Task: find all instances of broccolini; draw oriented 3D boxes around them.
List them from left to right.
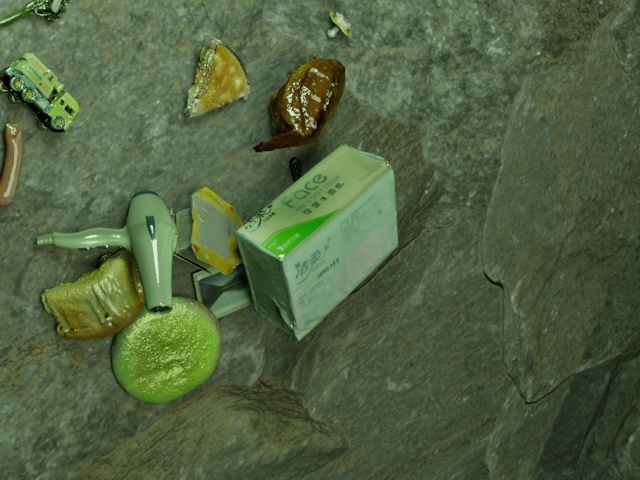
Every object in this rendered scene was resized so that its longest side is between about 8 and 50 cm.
[{"bbox_3d":[-0.625,-0.445,1.665,0.254,0.071,0.057,-32,164,-16],"label":"broccolini"}]

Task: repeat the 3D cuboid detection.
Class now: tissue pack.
[{"bbox_3d":[0.000,0.000,2.107,0.405,0.205,0.331,-40,142,-26],"label":"tissue pack"}]

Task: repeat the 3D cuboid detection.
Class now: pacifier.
[{"bbox_3d":[0.042,-0.546,2.107,0.064,0.068,0.083,-38,113,22],"label":"pacifier"}]

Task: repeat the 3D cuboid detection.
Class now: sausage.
[{"bbox_3d":[-0.653,-0.158,1.733,0.047,0.040,0.176,7,102,-31],"label":"sausage"}]

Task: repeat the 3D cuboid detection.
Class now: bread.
[{"bbox_3d":[-0.492,0.137,1.899,0.252,0.133,0.174,-30,120,-24],"label":"bread"},{"bbox_3d":[-0.380,0.275,2.081,0.302,0.045,0.301,-12,113,-29],"label":"bread"}]

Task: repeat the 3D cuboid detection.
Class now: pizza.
[{"bbox_3d":[-0.257,-0.363,1.944,0.195,0.052,0.185,-51,135,-16],"label":"pizza"}]

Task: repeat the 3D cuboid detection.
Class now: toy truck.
[{"bbox_3d":[-0.579,-0.309,1.714,0.169,0.077,0.100,47,63,-34],"label":"toy truck"}]

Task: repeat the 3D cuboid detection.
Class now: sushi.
[{"bbox_3d":[-0.040,-0.335,2.060,0.167,0.179,0.296,22,76,-16],"label":"sushi"}]

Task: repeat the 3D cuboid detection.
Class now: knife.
[{"bbox_3d":[-0.057,-0.164,2.186,0.031,0.018,0.121,-29,123,-23],"label":"knife"}]

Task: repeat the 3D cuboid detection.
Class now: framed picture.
[{"bbox_3d":[-0.235,0.119,2.158,0.203,0.015,0.150,-21,117,-29],"label":"framed picture"}]

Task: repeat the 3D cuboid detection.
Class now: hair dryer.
[{"bbox_3d":[-0.435,0.051,1.833,0.298,0.295,0.119,-25,156,-23],"label":"hair dryer"}]

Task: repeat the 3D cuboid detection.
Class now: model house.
[{"bbox_3d":[-0.298,-0.002,2.019,0.219,0.136,0.207,34,45,-53],"label":"model house"}]
